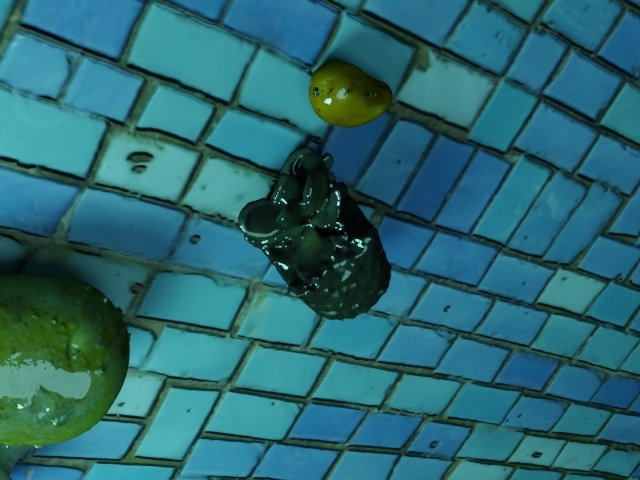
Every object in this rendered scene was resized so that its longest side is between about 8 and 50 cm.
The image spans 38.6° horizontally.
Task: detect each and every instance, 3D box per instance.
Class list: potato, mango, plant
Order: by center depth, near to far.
[{"bbox_3d":[-0.473,0.179,1.364,0.359,0.219,0.270,6,109,-24],"label":"potato"},{"bbox_3d":[0.050,-0.225,1.462,0.159,0.084,0.105,16,118,-36],"label":"mango"},{"bbox_3d":[0.000,0.000,1.518,0.199,0.188,0.276,-37,132,-3],"label":"plant"}]

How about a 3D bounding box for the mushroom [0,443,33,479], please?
[{"bbox_3d":[-0.559,0.373,1.474,0.243,0.243,0.243,-15,127,-20],"label":"mushroom"}]
